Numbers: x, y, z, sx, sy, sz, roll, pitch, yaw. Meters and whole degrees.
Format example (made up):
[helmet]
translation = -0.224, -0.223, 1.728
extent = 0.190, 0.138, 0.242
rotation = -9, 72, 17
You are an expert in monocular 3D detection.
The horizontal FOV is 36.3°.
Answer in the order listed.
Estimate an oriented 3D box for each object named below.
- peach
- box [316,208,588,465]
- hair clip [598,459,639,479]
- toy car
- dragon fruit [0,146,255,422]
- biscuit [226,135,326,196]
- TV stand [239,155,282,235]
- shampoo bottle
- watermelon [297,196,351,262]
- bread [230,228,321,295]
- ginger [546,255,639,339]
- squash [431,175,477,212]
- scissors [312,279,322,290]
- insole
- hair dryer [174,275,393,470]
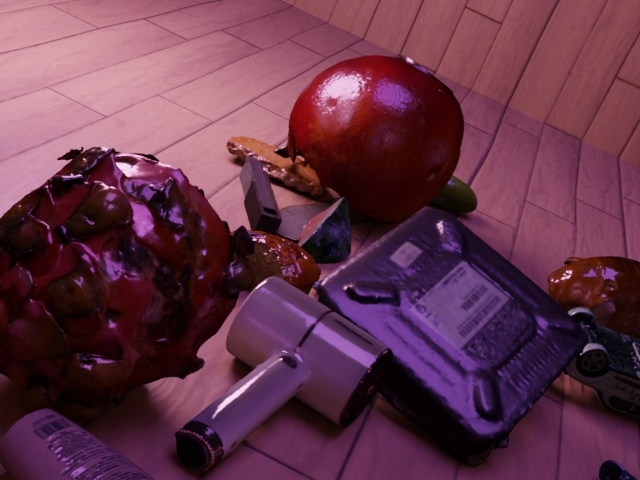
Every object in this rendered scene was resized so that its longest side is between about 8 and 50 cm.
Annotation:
[peach]
translation = 0.124, -0.223, 1.990
extent = 0.335, 0.310, 0.406
rotation = 44, 18, 25
[box]
translation = 0.200, 0.125, 1.470
extent = 0.350, 0.091, 0.359
rotation = 42, 45, 14
[hair clip]
translation = 0.518, 0.408, 1.380
extent = 0.275, 0.048, 0.083
rotation = 30, 20, 12
[toy car]
translation = 0.517, 0.224, 1.670
extent = 0.306, 0.125, 0.136
rotation = 18, 28, -7
[dragon fruit]
translation = -0.270, 0.081, 1.107
extent = 0.296, 0.314, 0.263
rotation = 44, 37, -12
[biscuit]
translation = -0.088, -0.160, 2.036
extent = 0.224, 0.033, 0.144
rotation = 27, 19, -2
[TV stand]
translation = -0.117, -0.083, 1.830
extent = 0.040, 0.049, 0.256
rotation = 16, 24, -20
[shampoo bottle]
translation = -0.204, 0.266, 0.959
extent = 0.257, 0.078, 0.127
rotation = 32, 19, 24
[watermelon]
translation = 0.006, -0.001, 1.765
extent = 0.101, 0.080, 0.155
rotation = 66, 26, -10
[bread]
translation = -0.072, 0.041, 1.558
extent = 0.156, 0.086, 0.125
rotation = 35, 24, 23
[ginger]
translation = 0.626, 0.144, 1.887
extent = 0.418, 0.176, 0.254
rotation = 16, 18, -31
[squash]
translation = 0.227, -0.140, 2.232
extent = 0.292, 0.082, 0.082
rotation = 23, 23, -1
[scissors]
translation = 0.103, 0.067, 1.744
extent = 0.191, 0.029, 0.360
rotation = 35, 27, 34
[insole]
translation = 0.008, -0.046, 1.915
extent = 0.119, 0.009, 0.348
rotation = 33, 25, 22
[hair dryer]
translation = -0.073, 0.188, 1.229
extent = 0.203, 0.128, 0.362
rotation = 32, 32, 17
